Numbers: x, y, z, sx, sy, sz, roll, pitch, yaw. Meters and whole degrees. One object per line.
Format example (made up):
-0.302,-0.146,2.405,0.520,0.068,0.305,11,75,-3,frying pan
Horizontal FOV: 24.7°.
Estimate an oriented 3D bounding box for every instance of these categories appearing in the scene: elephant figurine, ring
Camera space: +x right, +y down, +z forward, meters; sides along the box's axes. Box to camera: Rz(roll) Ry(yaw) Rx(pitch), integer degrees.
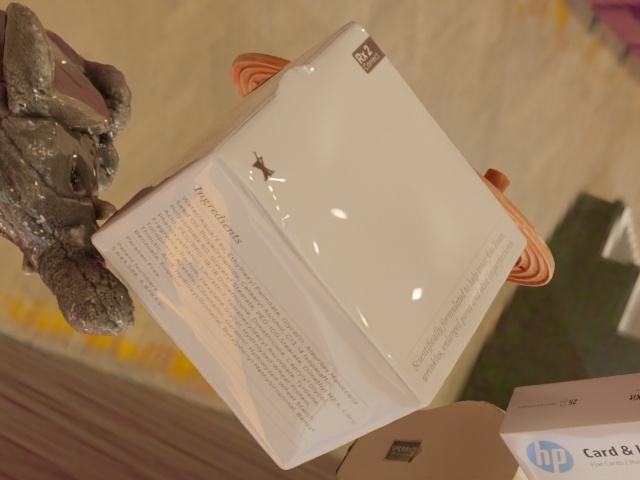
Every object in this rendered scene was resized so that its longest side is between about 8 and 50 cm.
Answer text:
-0.187,-0.061,0.889,0.239,0.186,0.169,-126,-129,-77,elephant figurine
0.066,-0.066,1.286,0.032,0.337,0.336,-56,155,-9,ring

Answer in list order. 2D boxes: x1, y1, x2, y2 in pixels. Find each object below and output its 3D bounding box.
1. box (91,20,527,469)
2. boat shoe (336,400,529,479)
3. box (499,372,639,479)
0.000,0.000,0.852,0.119,0.182,0.181,-31,-168,39,box
0.147,0.233,1.326,0.127,0.158,0.340,-57,-165,-11,boat shoe
0.199,0.144,0.761,0.186,0.145,0.038,58,41,-27,box
